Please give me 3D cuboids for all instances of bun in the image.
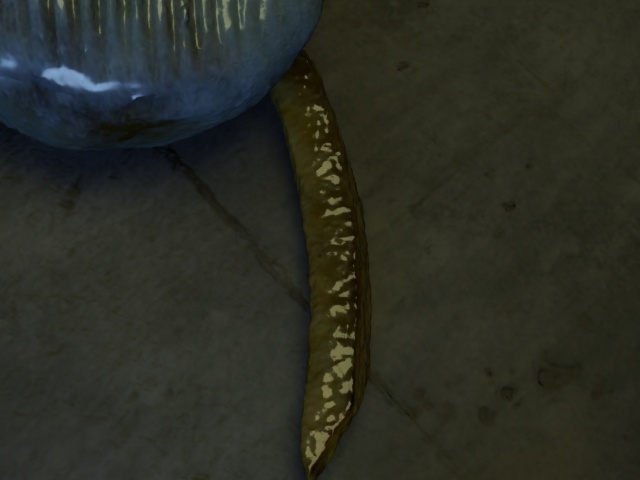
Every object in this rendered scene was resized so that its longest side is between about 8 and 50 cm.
[{"bbox_3d":[-0.172,-0.241,0.913,0.361,0.211,0.362,1,85,-9],"label":"bun"}]

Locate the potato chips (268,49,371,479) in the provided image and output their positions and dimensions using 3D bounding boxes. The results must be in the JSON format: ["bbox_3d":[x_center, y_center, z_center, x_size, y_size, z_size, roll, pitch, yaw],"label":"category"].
[{"bbox_3d":[0.000,0.000,0.935,0.080,0.057,0.407,-7,66,0],"label":"potato chips"}]
